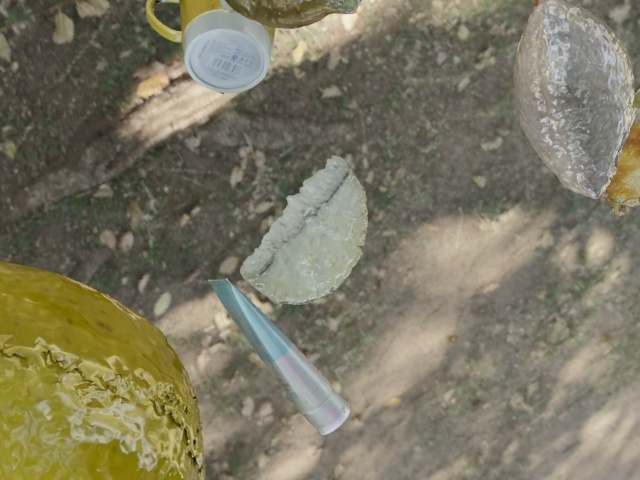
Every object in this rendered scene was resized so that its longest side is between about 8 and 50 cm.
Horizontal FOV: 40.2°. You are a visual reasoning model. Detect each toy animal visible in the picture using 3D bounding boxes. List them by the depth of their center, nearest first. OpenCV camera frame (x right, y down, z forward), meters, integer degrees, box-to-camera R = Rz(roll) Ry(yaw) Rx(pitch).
[{"bbox_3d":[0.435,-0.263,1.500,0.226,0.188,0.358,-47,128,-35],"label":"toy animal"}]

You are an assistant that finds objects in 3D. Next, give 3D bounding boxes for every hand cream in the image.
[{"bbox_3d":[-0.073,0.183,1.419,0.070,0.111,0.312,-44,101,-18],"label":"hand cream"}]

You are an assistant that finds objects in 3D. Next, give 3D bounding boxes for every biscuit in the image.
[{"bbox_3d":[0.000,0.000,1.572,0.179,0.084,0.281,42,77,-30],"label":"biscuit"}]

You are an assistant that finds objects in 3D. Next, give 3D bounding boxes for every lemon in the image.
[{"bbox_3d":[-0.217,0.134,0.556,0.310,0.258,0.258,29,111,-28],"label":"lemon"}]

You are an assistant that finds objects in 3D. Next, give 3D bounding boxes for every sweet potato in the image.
[{"bbox_3d":[-0.063,-0.236,0.736,0.062,0.233,0.081,-32,154,-35],"label":"sweet potato"}]

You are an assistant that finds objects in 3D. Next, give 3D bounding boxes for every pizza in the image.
[{"bbox_3d":[0.676,-0.142,1.835,0.226,0.335,0.086,-51,134,-8],"label":"pizza"}]

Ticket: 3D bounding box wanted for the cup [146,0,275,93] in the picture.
[{"bbox_3d":[-0.189,-0.389,1.539,0.241,0.226,0.185,1,144,-6],"label":"cup"}]
